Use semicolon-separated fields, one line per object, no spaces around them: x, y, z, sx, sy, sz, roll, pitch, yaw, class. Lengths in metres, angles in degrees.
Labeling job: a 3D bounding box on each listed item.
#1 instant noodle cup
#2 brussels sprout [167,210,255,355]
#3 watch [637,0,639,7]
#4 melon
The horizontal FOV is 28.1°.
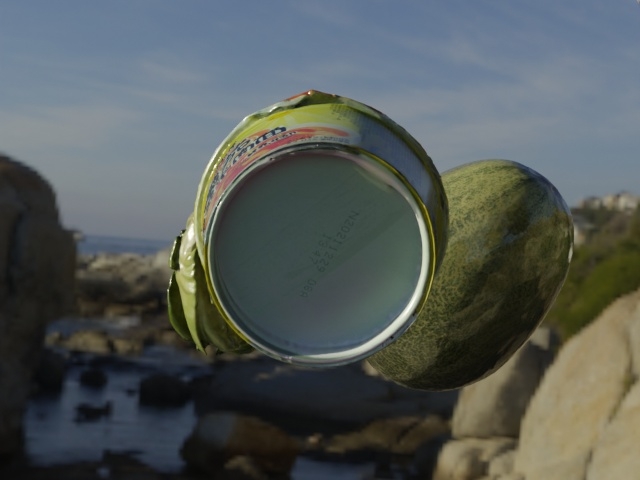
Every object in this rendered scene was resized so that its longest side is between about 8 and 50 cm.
0.000;0.000;1.205;0.264;0.264;0.200;4;11;-1;instant noodle cup
-0.105;0.042;1.389;0.139;0.181;0.100;-23;13;-39;brussels sprout
0.379;-0.194;1.005;0.200;0.196;0.171;31;-6;21;watch
0.174;0.043;1.614;0.249;0.329;0.248;36;16;-12;melon
